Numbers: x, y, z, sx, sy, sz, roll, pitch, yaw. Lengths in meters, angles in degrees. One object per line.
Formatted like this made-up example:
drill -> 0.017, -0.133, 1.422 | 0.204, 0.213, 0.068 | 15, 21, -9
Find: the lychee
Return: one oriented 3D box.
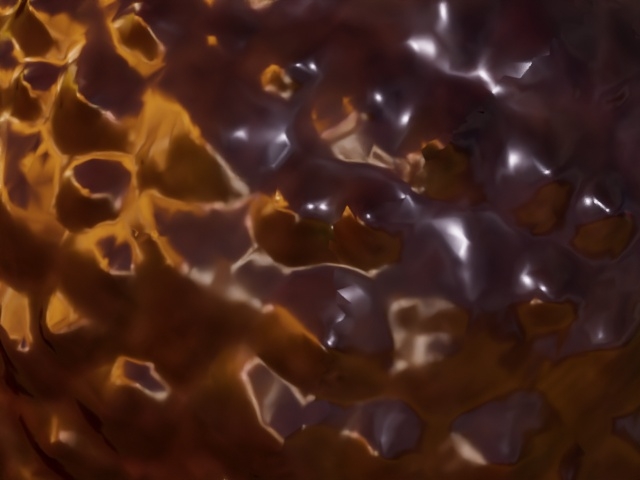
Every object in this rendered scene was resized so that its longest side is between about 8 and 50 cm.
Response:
lychee -> 0.000, 0.000, 0.435 | 0.261, 0.260, 0.260 | 10, 30, -6
